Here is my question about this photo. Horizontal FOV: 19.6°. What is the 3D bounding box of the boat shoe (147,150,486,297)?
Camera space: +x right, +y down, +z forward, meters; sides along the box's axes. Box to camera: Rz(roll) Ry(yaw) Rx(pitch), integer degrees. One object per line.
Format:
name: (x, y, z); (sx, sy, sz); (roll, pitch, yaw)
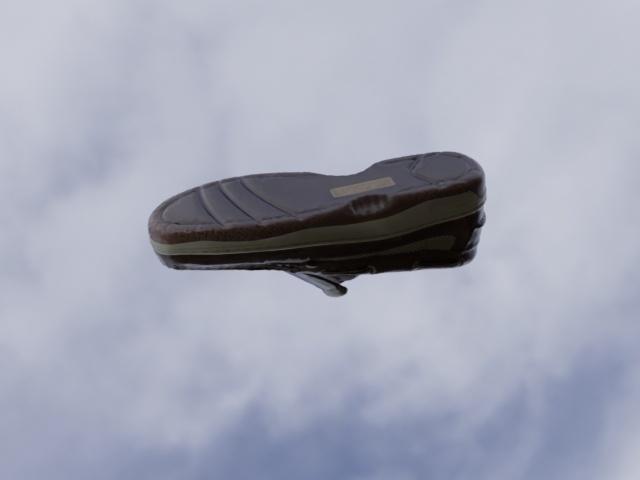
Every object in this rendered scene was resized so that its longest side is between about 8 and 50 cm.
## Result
boat shoe: (0.001, 0.004, 1.400); (0.257, 0.095, 0.095); (-7, -61, -4)
